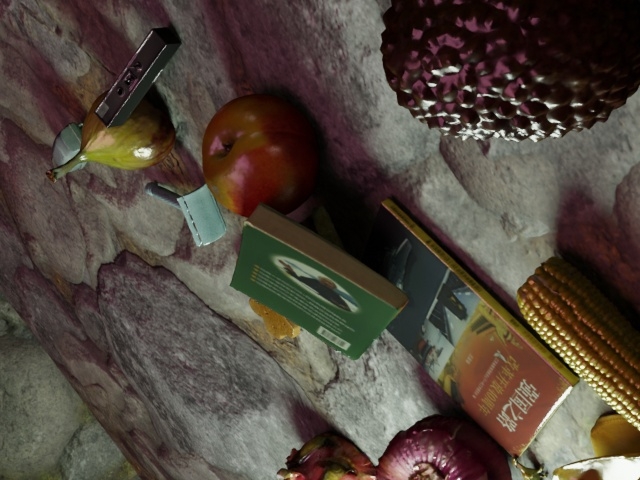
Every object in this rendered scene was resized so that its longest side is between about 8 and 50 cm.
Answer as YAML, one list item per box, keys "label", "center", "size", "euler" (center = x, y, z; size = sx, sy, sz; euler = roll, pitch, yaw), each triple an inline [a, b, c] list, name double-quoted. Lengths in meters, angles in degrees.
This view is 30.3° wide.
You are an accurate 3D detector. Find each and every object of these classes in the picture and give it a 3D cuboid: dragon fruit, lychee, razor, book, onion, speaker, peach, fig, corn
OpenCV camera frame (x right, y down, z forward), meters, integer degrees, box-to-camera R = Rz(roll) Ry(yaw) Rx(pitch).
- label: "dragon fruit"
  center: [0.020, 0.480, 2.260]
  size: [0.282, 0.147, 0.211]
  euler: [9, 127, 56]
- label: "lychee"
  center: [0.189, -0.207, 1.138]
  size: [0.236, 0.271, 0.236]
  euler: [163, 90, -84]
- label: "razor"
  center: [-0.267, -0.070, 2.200]
  size: [0.232, 0.068, 0.106]
  euler: [22, 138, 53]
- label: "book"
  center: [0.196, 0.133, 1.730]
  size: [0.374, 0.028, 0.262]
  euler: [45, 150, 18]
- label: "onion"
  center: [0.206, 0.383, 1.868]
  size: [0.230, 0.163, 0.230]
  euler: [3, 95, 40]
- label: "speaker"
  center: [-0.302, -0.267, 1.944]
  size: [0.040, 0.046, 0.191]
  euler: [49, 119, 12]
- label: "peach"
  center: [-0.082, -0.126, 1.786]
  size: [0.190, 0.192, 0.190]
  euler: [-3, 86, 38]
- label: "fig"
  center: [-0.368, -0.186, 2.057]
  size: [0.160, 0.231, 0.143]
  euler: [51, 134, 27]
- label: "corn"
  center: [0.340, 0.127, 1.428]
  size: [0.244, 0.093, 0.093]
  euler: [46, 151, 14]
- label: "book"
  center: [-0.015, 0.075, 1.842]
  size: [0.260, 0.043, 0.371]
  euler: [31, 161, 1]

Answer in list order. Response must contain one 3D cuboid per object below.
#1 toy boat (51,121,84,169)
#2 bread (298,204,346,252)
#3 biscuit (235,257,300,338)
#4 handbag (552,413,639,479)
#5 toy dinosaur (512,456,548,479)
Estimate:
- label: "toy boat"
  center: [-0.502, -0.190, 2.422]
  size: [0.078, 0.085, 0.260]
  euler: [57, 163, -2]
- label: "bread"
  center: [0.008, 0.022, 1.866]
  size: [0.136, 0.054, 0.154]
  euler: [58, 158, 7]
- label: "biscuit"
  center: [-0.098, 0.099, 2.149]
  size: [0.184, 0.027, 0.133]
  euler: [56, 153, 1]
- label: "handbag"
  center: [0.484, 0.349, 1.427]
  size: [0.283, 0.133, 0.401]
  euler: [52, 153, -7]
- label: "toy dinosaur"
  center: [0.328, 0.363, 1.779]
  size: [0.113, 0.026, 0.041]
  euler: [46, 147, -20]
